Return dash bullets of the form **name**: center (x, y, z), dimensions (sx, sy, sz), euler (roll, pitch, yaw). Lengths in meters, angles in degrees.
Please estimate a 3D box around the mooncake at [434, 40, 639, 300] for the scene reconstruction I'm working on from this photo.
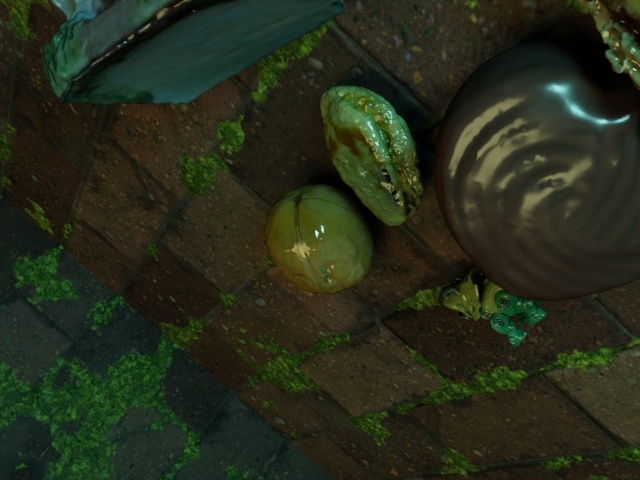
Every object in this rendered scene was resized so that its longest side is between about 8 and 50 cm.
- **mooncake**: center (0.304, -0.070, 0.867), dimensions (0.333, 0.174, 0.326), euler (12, 129, 12)

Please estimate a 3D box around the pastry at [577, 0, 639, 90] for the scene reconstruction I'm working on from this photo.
- **pastry**: center (0.360, -0.263, 0.612), dimensions (0.256, 0.170, 0.237), euler (-34, 82, 57)

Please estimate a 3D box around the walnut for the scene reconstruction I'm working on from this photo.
- **walnut**: center (0.000, 0.000, 1.290), dimensions (0.193, 0.193, 0.226), euler (4, 144, 41)

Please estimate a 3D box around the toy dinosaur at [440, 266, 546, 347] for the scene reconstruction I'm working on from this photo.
- **toy dinosaur**: center (0.318, 0.079, 1.167), dimensions (0.153, 0.094, 0.259), euler (35, 139, -2)

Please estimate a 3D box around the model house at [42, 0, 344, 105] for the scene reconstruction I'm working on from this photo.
- **model house**: center (-0.189, -0.392, 0.873), dimensions (0.360, 0.297, 0.339), euler (-21, 88, 33)

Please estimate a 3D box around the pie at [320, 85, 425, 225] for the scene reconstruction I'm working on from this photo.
- **pie**: center (0.078, -0.131, 1.097), dimensions (0.248, 0.090, 0.201), euler (61, 161, -21)

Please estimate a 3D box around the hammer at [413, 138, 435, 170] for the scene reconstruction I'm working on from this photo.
- **hammer**: center (0.208, -0.101, 1.073), dimensions (0.193, 0.069, 0.116), euler (33, 149, 22)
